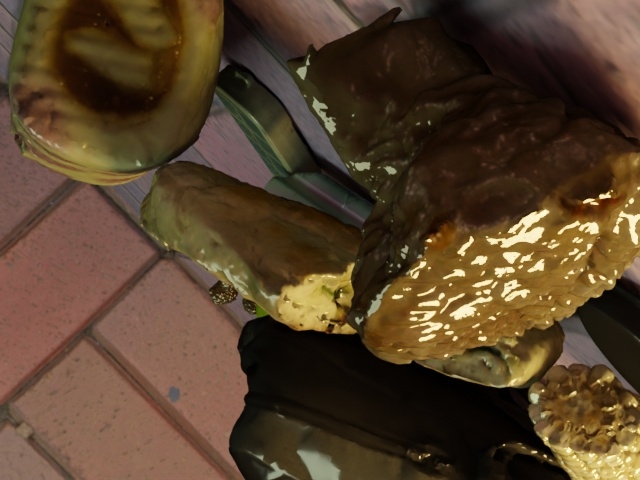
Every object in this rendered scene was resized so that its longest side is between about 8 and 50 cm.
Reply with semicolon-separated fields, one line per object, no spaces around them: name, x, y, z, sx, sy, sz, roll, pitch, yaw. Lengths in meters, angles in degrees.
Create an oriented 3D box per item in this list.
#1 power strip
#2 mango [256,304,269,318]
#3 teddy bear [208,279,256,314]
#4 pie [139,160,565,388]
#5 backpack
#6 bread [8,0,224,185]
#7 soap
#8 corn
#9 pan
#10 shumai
power strip;-0.035;-0.080;1.415;0.080;0.029;0.227;39;170;37
mango;0.044;0.146;1.723;0.273;0.149;0.185;50;-178;22
teddy bear;-0.113;0.018;2.144;0.119;0.078;0.160;17;134;36
pie;0.015;0.021;1.118;0.337;0.075;0.337;22;-175;-2
backpack;0.106;0.218;1.431;0.445;0.255;0.363;30;171;5
bread;-0.161;-0.141;1.211;0.155;0.187;0.338;13;177;-9
soap;0.000;0.000;1.356;0.149;0.100;0.056;34;174;42
corn;0.214;0.150;1.079;0.087;0.087;0.211;39;174;38
pan;0.244;0.106;0.949;0.235;0.028;0.136;41;172;27
shumai;0.071;-0.041;0.785;0.206;0.166;0.176;119;133;-70
